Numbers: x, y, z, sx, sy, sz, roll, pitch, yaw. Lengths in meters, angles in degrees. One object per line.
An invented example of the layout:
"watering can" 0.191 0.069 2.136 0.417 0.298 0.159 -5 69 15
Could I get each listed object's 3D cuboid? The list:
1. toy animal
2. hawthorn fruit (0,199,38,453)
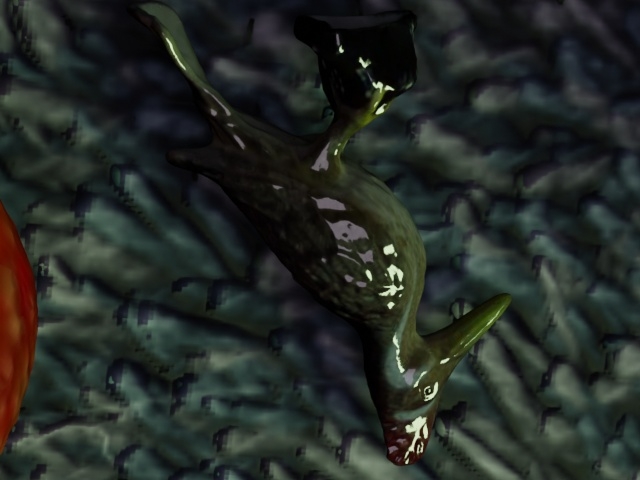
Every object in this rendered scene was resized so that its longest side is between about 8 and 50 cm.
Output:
"toy animal" 0.007 -0.008 0.716 0.105 0.070 0.202 -19 107 4
"hawthorn fruit" -0.249 0.024 0.529 0.330 0.287 0.287 25 93 -32
